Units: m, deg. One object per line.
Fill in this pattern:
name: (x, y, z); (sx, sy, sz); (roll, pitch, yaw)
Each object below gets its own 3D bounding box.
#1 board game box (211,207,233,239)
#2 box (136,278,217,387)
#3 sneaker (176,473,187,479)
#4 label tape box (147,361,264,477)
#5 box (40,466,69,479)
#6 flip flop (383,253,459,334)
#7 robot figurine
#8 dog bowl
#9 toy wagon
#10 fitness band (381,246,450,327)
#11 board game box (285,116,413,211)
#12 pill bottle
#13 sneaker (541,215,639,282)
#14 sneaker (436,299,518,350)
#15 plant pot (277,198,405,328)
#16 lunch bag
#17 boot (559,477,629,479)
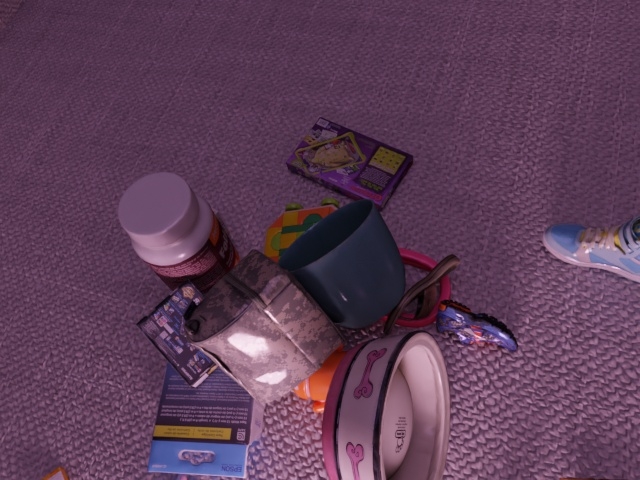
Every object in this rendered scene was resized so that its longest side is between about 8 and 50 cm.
board game box: (-0.329, -0.061, 1.716); (0.103, 0.154, 0.026); (30, 70, 23)
box: (-0.331, 0.234, 1.456); (0.220, 0.051, 0.175); (43, 75, 14)
sneaker: (-0.313, 0.633, 1.384); (0.070, 0.051, 0.134); (-9, 63, 4)
label tape box: (-0.275, 0.418, 1.463); (0.249, 0.115, 0.347); (-1, 63, 9)
box: (-0.668, 0.658, 1.450); (0.081, 0.028, 0.136); (-34, 63, -9)
flip flop: (0.269, 0.147, 1.471); (0.277, 0.112, 0.080); (-39, 77, -15)
robot figurine: (0.017, 0.342, 1.441); (0.219, 0.158, 0.128); (1, 39, 10)
dog bowl: (0.149, 0.398, 1.249); (0.150, 0.408, 0.408); (-2, 59, 31)
toy wagon: (0.000, 0.000, 1.646); (0.344, 0.068, 0.267); (-7, 59, 21)
fitness band: (0.212, 0.123, 1.570); (0.291, 0.054, 0.209); (15, 65, 20)
board game box: (0.090, -0.245, 1.798); (0.347, 0.056, 0.208); (27, 65, 21)
pill bottle: (-0.372, 0.002, 1.550); (0.224, 0.392, 0.224); (-4, 61, 8)
sneaker: (0.742, -0.011, 1.457); (0.319, 0.208, 0.127); (17, 67, 19)
sneaker: (0.398, 0.230, 1.468); (0.221, 0.083, 0.087); (24, 108, 11)
plant pot: (0.075, 0.075, 1.435); (0.293, 0.235, 0.293); (-33, 16, 11)
lunch bag: (-0.138, 0.208, 1.323); (0.256, 0.305, 0.212); (-46, 36, -15)
boot: (0.549, 0.642, 1.192); (0.264, 0.096, 0.280); (-6, 59, 7)
